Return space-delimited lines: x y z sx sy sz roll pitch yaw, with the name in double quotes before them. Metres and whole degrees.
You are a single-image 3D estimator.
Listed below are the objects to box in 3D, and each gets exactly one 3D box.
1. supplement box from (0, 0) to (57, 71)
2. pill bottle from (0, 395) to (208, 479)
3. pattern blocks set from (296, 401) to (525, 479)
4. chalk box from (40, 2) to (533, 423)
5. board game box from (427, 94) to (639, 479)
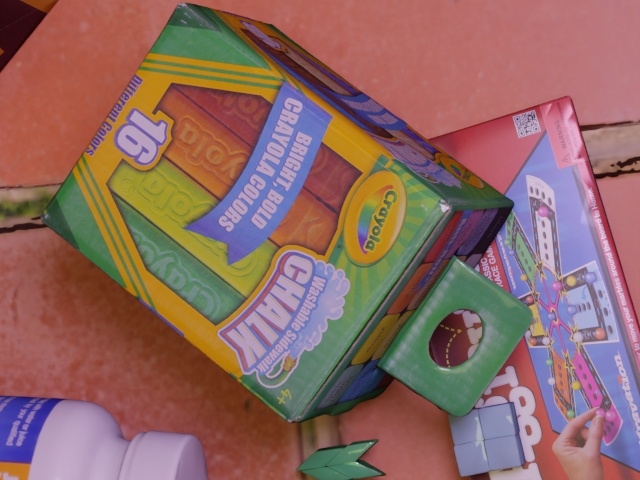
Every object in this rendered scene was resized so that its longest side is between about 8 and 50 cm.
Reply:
"supplement box" -0.314 -0.155 1.331 0.129 0.191 0.194 40 95 9
"pill bottle" -0.223 0.184 1.324 0.272 0.152 0.152 2 89 11
"pattern blocks set" 0.088 0.285 1.309 0.285 0.026 0.325 -22 85 16
"chalk box" 0.000 0.000 1.254 0.289 0.179 0.180 37 102 15
"board game box" 0.146 0.054 1.323 0.145 0.027 0.281 -17 85 11
